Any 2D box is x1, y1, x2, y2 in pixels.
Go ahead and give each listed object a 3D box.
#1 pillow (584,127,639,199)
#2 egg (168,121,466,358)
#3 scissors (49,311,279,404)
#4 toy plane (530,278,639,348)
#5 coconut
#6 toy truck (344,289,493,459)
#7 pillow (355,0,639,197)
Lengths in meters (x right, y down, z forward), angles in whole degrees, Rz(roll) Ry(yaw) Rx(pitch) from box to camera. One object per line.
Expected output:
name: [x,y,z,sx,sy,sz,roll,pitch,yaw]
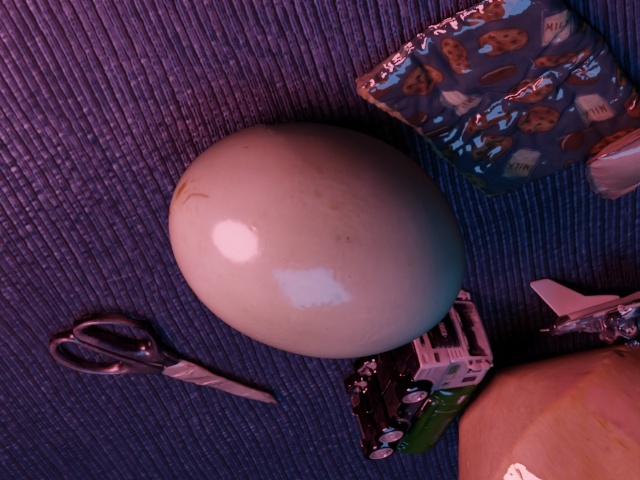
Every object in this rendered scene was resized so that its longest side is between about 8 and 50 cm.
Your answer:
pillow: [0.351,-0.103,1.457,0.233,0.038,0.130,-26,160,6]
egg: [0.000,0.000,1.388,0.283,0.203,0.203,19,136,-28]
scissors: [-0.153,0.136,1.706,0.300,0.022,0.109,22,138,-40]
toy plane: [0.340,0.077,1.706,0.234,0.082,0.160,-3,172,-11]
coconut: [0.308,0.260,1.757,0.353,0.352,0.352,-7,146,-5]
toy truck: [0.110,0.157,1.742,0.125,0.101,0.242,-4,148,-18]
pillow: [0.170,-0.128,1.405,0.189,0.034,0.255,-29,141,22]
